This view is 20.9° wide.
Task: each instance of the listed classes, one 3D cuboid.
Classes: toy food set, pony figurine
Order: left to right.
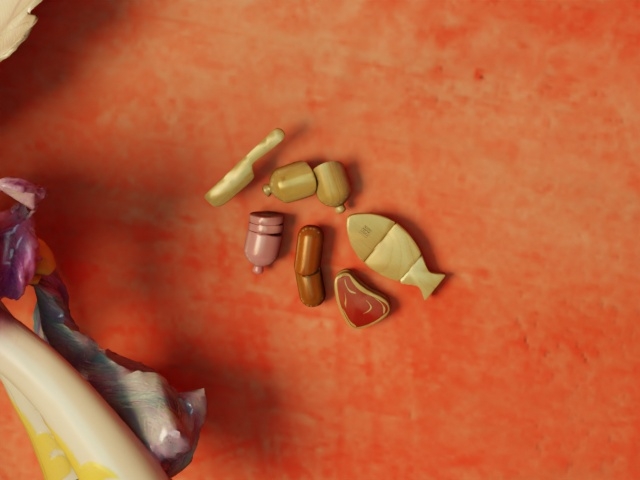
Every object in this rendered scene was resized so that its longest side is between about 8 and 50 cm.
[{"bbox_3d":[-0.223,0.007,0.866,0.351,0.303,0.363,-30,106,20],"label":"pony figurine"},{"bbox_3d":[0.000,0.000,0.933,0.078,0.019,0.122,-42,96,12],"label":"toy food set"}]
